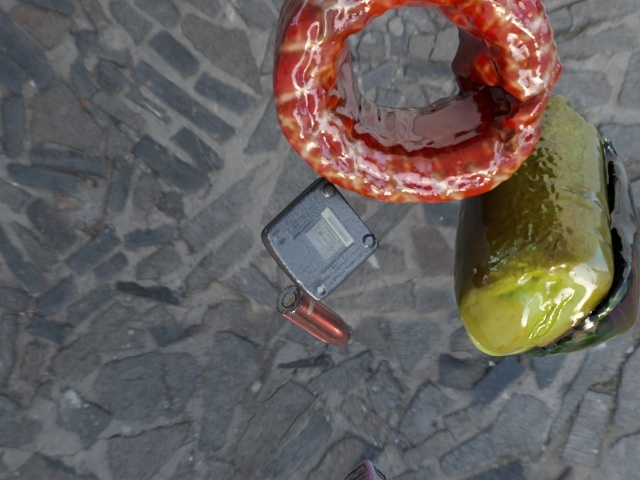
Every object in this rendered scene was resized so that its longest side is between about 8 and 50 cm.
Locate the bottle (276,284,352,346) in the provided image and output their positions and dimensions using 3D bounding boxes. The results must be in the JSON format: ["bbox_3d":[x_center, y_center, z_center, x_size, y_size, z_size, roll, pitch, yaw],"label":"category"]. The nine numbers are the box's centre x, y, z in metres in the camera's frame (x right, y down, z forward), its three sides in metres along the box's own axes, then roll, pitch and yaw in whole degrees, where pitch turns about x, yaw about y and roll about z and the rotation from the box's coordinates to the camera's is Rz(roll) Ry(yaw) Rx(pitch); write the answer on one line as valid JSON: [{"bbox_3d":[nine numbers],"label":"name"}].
[{"bbox_3d":[-0.007,0.137,1.356,0.060,0.164,0.060,-22,49,29],"label":"bottle"}]

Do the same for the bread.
[{"bbox_3d":[0.305,-0.019,1.098,0.251,0.208,0.376,-19,42,32],"label":"bread"}]

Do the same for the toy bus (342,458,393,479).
[{"bbox_3d":[0.072,0.240,0.667,0.037,0.052,0.131,-42,115,8],"label":"toy bus"}]

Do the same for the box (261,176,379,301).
[{"bbox_3d":[0.000,0.000,1.006,0.125,0.027,0.126,-44,109,-16],"label":"box"}]

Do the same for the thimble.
[{"bbox_3d":[0.112,-0.230,0.987,0.351,0.230,0.350,-2,117,-3],"label":"thimble"}]
